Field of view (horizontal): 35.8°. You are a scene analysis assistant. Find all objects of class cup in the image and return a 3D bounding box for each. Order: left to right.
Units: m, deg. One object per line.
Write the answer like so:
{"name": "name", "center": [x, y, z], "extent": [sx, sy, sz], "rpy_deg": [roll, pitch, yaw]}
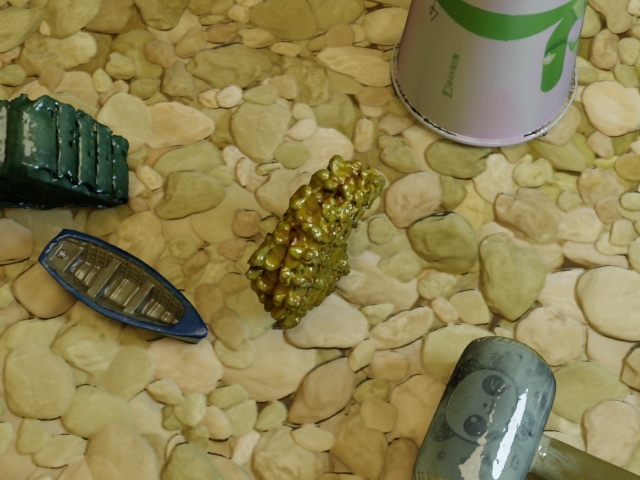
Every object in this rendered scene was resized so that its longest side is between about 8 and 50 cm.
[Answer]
{"name": "cup", "center": [0.217, -0.291, 1.213], "extent": [0.253, 0.274, 0.253], "rpy_deg": [0, 60, 0]}

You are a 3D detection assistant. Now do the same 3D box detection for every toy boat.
{"name": "toy boat", "center": [-0.222, 0.061, 1.142], "extent": [0.228, 0.046, 0.080], "rpy_deg": [27, 62, 15]}

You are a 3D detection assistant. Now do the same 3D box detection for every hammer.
{"name": "hammer", "center": [0.259, 0.237, 1.013], "extent": [0.305, 0.113, 0.202], "rpy_deg": [25, 66, 5]}

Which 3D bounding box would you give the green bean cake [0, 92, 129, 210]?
{"name": "green bean cake", "center": [-0.358, -0.093, 1.184], "extent": [0.208, 0.193, 0.107], "rpy_deg": [-8, 79, 22]}

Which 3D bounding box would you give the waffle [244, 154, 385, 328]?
{"name": "waffle", "center": [0.000, 0.000, 1.090], "extent": [0.070, 0.193, 0.197], "rpy_deg": [33, 66, 15]}
